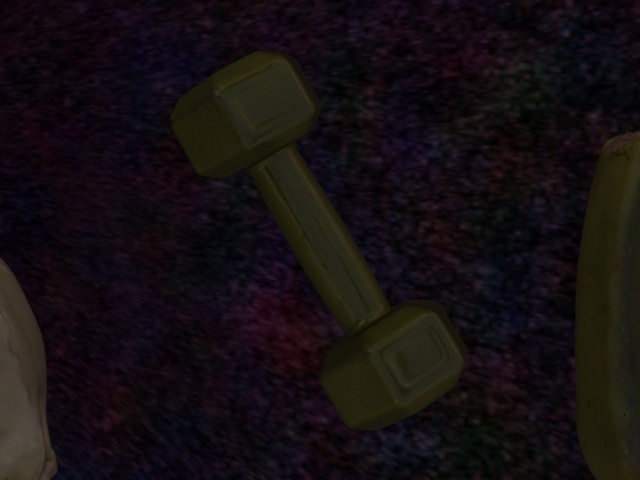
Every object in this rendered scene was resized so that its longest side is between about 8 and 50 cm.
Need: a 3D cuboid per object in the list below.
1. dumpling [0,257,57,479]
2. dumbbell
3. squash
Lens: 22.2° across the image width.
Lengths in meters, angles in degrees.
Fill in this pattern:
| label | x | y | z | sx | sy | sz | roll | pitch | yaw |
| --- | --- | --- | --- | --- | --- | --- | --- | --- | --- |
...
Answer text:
| label | x | y | z | sx | sy | sz | roll | pitch | yaw |
| --- | --- | --- | --- | --- | --- | --- | --- | --- | --- |
| dumpling | -0.264 | 0.081 | 0.987 | 0.193 | 0.147 | 0.258 | -31 | 70 | -11 |
| dumbbell | 0.000 | 0.000 | 1.260 | 0.121 | 0.108 | 0.302 | -32 | 92 | -20 |
| squash | 0.198 | 0.045 | 0.994 | 0.083 | 0.083 | 0.250 | -7 | 105 | -23 |
